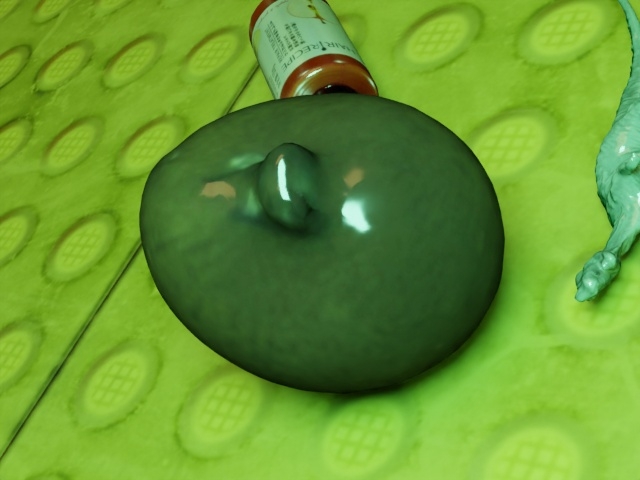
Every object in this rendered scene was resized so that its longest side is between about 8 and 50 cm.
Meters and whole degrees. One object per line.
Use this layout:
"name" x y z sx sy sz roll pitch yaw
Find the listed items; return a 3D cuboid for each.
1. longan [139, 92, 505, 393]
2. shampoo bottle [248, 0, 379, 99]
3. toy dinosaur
"longan" 0.000 0.000 0.927 0.300 0.300 0.243 -11 74 30
"shampoo bottle" -0.001 -0.169 1.236 0.104 0.104 0.278 -32 38 7
"toy dinosaur" 0.284 -0.106 0.961 0.129 0.076 0.383 -34 23 47
